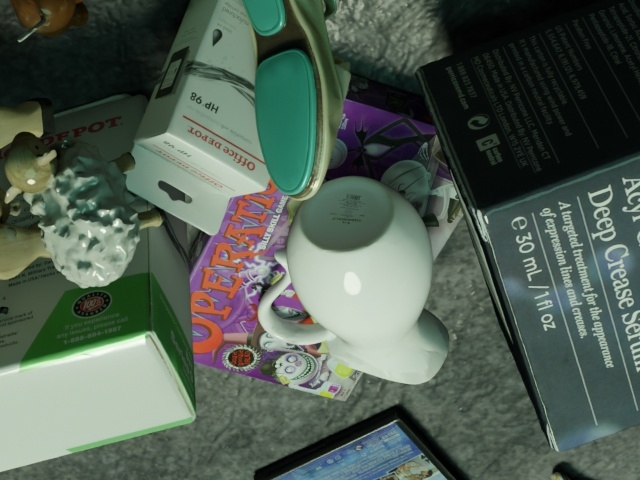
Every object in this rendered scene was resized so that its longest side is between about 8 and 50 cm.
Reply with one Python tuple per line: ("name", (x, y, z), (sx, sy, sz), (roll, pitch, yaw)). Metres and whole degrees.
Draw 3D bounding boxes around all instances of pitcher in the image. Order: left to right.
("pitcher", (0.016, 0.037, 1.644), (0.177, 0.125, 0.207), (2, 145, 14))

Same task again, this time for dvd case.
("dvd case", (0.071, 0.289, 1.987), (0.180, 0.022, 0.253), (-28, 128, 18))

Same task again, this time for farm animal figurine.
("farm animal figurine", (-0.310, -0.089, 1.391), (0.330, 0.172, 0.327), (-18, 91, 37))

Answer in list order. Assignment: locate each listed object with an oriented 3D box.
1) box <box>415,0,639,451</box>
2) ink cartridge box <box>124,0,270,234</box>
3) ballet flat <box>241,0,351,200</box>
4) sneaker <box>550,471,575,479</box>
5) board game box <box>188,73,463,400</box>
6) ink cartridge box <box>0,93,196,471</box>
("box", (0.320, -0.047, 1.549), (0.395, 0.212, 0.293), (-21, 130, 3))
("ink cartridge box", (-0.081, -0.106, 1.517), (0.104, 0.180, 0.060), (29, 160, -28))
("ballet flat", (-0.014, -0.159, 1.479), (0.086, 0.086, 0.248), (-10, 95, 4))
("sneaker", (0.275, 0.268, 1.983), (0.037, 0.032, 0.083), (-32, 133, 5))
("board game box", (0.000, 0.000, 1.709), (0.208, 0.056, 0.347), (18, 128, -14))
("ink cartridge box", (-0.221, 0.033, 1.558), (0.211, 0.289, 0.121), (-15, 134, 9))
